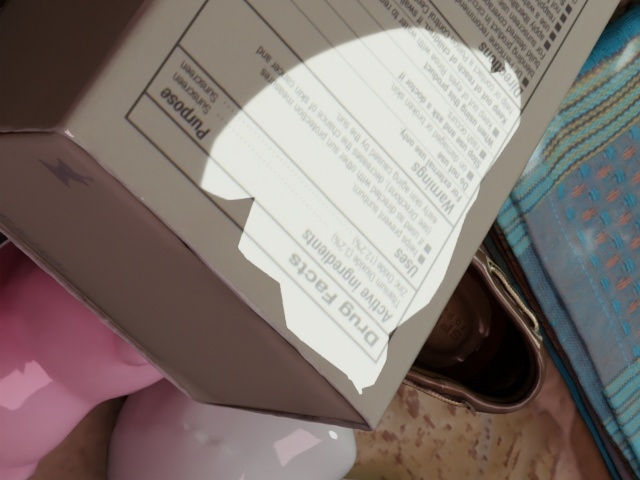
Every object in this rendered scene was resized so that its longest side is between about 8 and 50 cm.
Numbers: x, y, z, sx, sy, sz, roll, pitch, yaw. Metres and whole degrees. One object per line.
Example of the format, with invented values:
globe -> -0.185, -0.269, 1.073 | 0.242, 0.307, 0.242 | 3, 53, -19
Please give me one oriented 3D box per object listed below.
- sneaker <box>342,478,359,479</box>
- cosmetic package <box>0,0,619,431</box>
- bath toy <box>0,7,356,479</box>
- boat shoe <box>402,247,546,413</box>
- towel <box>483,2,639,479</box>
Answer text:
sneaker -> -0.039, 0.177, 0.841 | 0.212, 0.080, 0.094 | -9, 126, -10
cosmetic package -> 0.014, -0.105, 0.640 | 0.160, 0.113, 0.309 | 46, 64, -30
bath toy -> -0.123, 0.032, 0.704 | 0.348, 0.151, 0.129 | 49, 51, -33
boat shoe -> 0.005, -0.006, 0.758 | 0.257, 0.095, 0.095 | 32, 98, -29
towel -> 0.263, -0.044, 0.876 | 0.370, 0.040, 0.271 | -35, 120, -5
